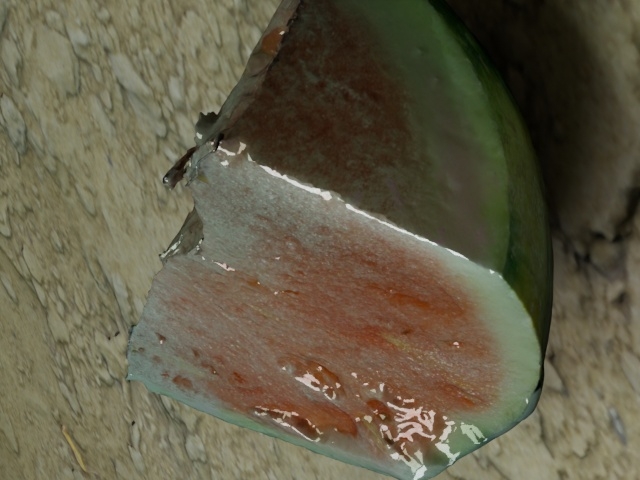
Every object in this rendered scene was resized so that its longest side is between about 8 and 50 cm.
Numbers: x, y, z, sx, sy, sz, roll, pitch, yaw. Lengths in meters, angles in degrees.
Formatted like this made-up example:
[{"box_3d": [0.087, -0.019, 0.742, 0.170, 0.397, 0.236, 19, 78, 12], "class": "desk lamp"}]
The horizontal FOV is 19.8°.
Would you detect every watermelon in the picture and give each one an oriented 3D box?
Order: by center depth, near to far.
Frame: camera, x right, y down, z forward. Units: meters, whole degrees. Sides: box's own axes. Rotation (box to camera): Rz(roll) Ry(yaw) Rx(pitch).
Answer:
[{"box_3d": [0.000, 0.000, 0.845, 0.305, 0.180, 0.224, 120, 137, -62], "class": "watermelon"}]
